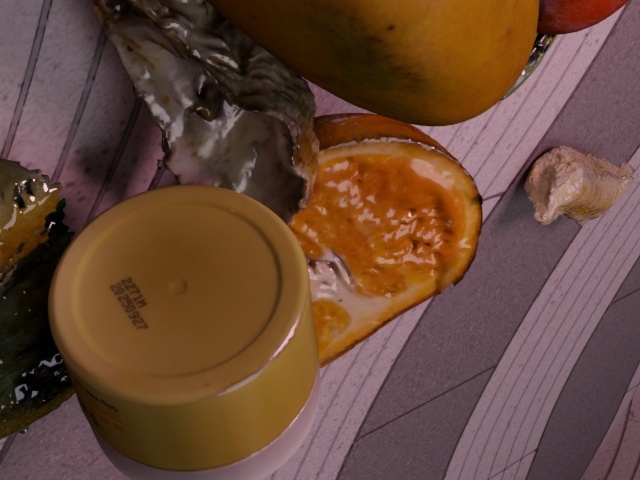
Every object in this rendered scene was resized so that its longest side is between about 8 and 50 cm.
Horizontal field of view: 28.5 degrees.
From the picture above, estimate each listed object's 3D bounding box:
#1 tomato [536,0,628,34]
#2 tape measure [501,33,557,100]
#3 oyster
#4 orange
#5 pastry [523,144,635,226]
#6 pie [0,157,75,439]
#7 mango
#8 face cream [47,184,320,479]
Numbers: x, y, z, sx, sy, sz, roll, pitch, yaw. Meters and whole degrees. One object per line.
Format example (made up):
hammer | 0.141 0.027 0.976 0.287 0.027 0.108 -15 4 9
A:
tomato | 0.228 -0.306 1.240 0.184 0.208 0.208 -42 154 -32
tape measure | 0.204 -0.236 1.409 0.200 0.106 0.175 -48 167 -21
oyster | -0.087 -0.132 1.037 0.341 0.166 0.110 53 52 -36
orange | 0.003 0.000 1.279 0.310 0.274 0.274 -16 176 39
pastry | 0.382 -0.078 1.910 0.258 0.089 0.121 1 122 -55
pie | -0.291 0.072 1.128 0.296 0.078 0.371 -45 154 -2
mango | 0.021 -0.232 0.915 0.232 0.300 0.446 -43 150 4
face cream | -0.111 0.087 1.094 0.218 0.218 0.179 -37 151 -21
